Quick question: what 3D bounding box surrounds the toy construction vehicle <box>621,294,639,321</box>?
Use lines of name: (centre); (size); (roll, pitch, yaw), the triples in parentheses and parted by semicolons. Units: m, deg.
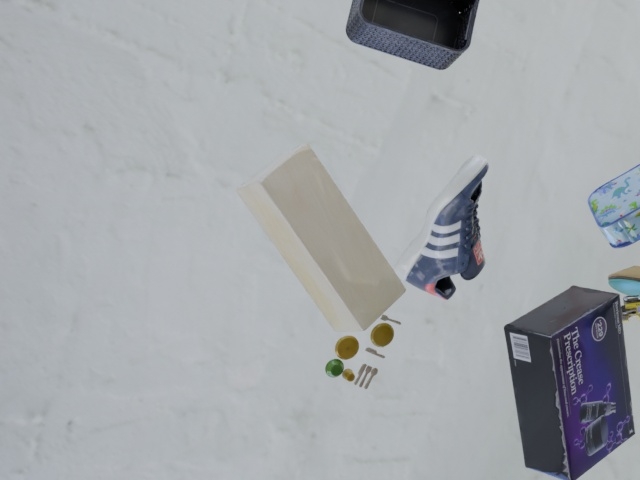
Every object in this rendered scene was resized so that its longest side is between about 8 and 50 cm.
toy construction vehicle: (0.574, 0.126, 1.747); (0.086, 0.098, 0.035); (40, -130, -56)

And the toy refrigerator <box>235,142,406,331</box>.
toy refrigerator: (0.000, 0.000, 1.456); (0.102, 0.094, 0.269); (-42, -75, -26)

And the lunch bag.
lunch bag: (0.684, -0.090, 2.083); (0.219, 0.176, 0.090); (-32, -64, 18)

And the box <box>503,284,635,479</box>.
box: (0.412, 0.231, 1.611); (0.184, 0.103, 0.261); (-26, -68, -37)

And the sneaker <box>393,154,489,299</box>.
sneaker: (0.275, -0.016, 1.924); (0.131, 0.148, 0.350); (-46, -13, -40)

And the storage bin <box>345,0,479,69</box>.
storage bin: (0.141, -0.351, 1.515); (0.084, 0.180, 0.122); (141, 143, -75)

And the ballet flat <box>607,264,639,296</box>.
ballet flat: (0.648, 0.078, 1.844); (0.080, 0.232, 0.073); (43, -107, -33)

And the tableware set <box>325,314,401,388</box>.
tableware set: (0.076, 0.197, 1.840); (0.104, 0.024, 0.154); (24, -84, -23)
